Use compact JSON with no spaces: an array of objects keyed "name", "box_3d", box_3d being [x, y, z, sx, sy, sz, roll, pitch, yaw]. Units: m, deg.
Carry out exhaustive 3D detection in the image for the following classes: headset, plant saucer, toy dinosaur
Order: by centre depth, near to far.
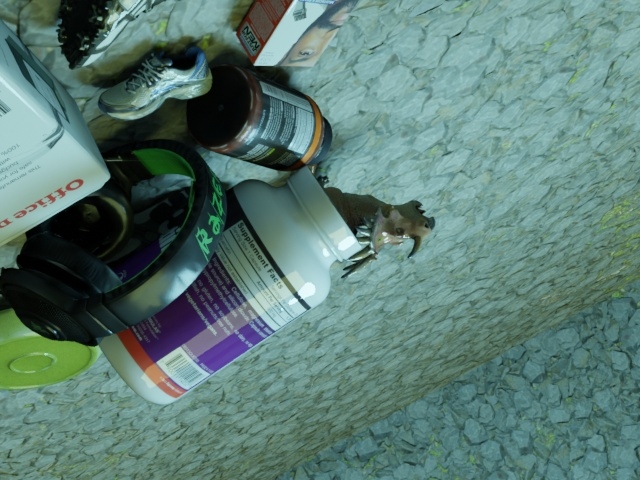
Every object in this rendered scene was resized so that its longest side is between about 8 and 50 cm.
[{"name":"headset","box_3d":[-0.300,-0.004,1.083,0.394,0.243,0.185,-18,135,20]},{"name":"toy dinosaur","box_3d":[0.000,0.000,1.419,0.295,0.200,0.127,-40,154,25]},{"name":"plant saucer","box_3d":[-0.426,0.167,1.422,0.240,0.037,0.241,-13,153,-7]}]

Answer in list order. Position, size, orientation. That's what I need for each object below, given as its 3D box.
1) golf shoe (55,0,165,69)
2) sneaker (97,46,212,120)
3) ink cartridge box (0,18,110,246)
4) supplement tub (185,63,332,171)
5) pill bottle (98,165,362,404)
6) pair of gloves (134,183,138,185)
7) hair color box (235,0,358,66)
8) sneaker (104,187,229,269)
[{"name":"golf shoe","box_3d":[-0.177,-0.233,0.907,0.093,0.077,0.198,-3,147,-46]},{"name":"sneaker","box_3d":[-0.183,-0.179,1.056,0.135,0.052,0.058,-27,148,-24]},{"name":"ink cartridge box","box_3d":[-0.360,-0.106,0.900,0.211,0.122,0.289,-29,157,0]},{"name":"supplement tub","box_3d":[-0.066,-0.142,1.178,0.106,0.106,0.198,-39,155,22]},{"name":"pill bottle","box_3d":[-0.116,0.048,1.191,0.323,0.182,0.181,-34,156,2]},{"name":"pair of gloves","box_3d":[-0.267,-0.065,1.227,0.074,0.010,0.083,-2,142,-44]},{"name":"hair color box","box_3d":[-0.012,-0.266,1.054,0.093,0.053,0.167,-8,150,-41]},{"name":"sneaker","box_3d":[-0.221,0.010,1.338,0.299,0.111,0.121,-13,161,-17]}]
